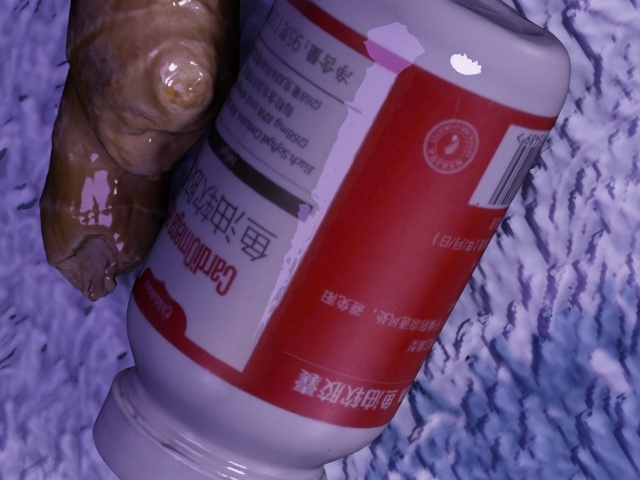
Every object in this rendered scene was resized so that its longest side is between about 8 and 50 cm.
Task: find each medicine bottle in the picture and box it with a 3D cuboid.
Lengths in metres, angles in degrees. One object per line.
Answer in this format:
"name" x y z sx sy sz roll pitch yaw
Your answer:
"medicine bottle" 0.000 0.000 0.858 0.131 0.131 0.250 34 105 20

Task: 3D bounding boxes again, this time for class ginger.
"ginger" -0.069 -0.133 0.905 0.081 0.148 0.333 12 90 -9
